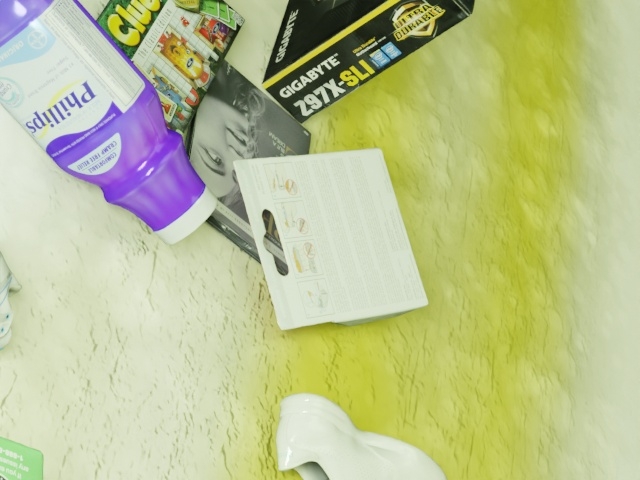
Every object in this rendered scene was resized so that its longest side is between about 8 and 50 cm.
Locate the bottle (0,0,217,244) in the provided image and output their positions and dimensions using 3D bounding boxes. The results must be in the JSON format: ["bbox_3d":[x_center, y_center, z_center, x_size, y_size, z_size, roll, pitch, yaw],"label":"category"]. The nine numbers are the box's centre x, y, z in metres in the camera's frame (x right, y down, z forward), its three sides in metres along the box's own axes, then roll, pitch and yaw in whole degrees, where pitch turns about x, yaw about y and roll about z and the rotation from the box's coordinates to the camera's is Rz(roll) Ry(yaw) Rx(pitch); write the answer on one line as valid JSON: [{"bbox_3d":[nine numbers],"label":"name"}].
[{"bbox_3d":[-0.210,-0.118,1.635,0.283,0.118,0.092,50,34,-18],"label":"bottle"}]

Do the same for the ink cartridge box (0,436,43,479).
[{"bbox_3d":[-0.305,0.264,1.207,0.211,0.121,0.289,28,46,-40],"label":"ink cartridge box"}]

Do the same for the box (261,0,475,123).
[{"bbox_3d":[0.073,-0.310,2.039,0.079,0.257,0.322,44,37,-25],"label":"box"}]

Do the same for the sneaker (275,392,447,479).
[{"bbox_3d":[0.035,0.235,1.755,0.212,0.080,0.094,30,55,-29],"label":"sneaker"}]

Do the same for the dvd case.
[{"bbox_3d":[-0.077,-0.082,1.880,0.164,0.018,0.221,39,39,-30],"label":"dvd case"}]

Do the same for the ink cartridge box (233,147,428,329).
[{"bbox_3d":[0.000,0.000,1.888,0.232,0.066,0.189,-9,79,-42],"label":"ink cartridge box"}]

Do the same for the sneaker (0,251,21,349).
[{"bbox_3d":[-0.288,0.069,1.433,0.083,0.071,0.191,53,33,-22],"label":"sneaker"}]

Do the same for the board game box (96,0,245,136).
[{"bbox_3d":[-0.168,-0.201,1.825,0.136,0.030,0.260,39,38,-15],"label":"board game box"}]
